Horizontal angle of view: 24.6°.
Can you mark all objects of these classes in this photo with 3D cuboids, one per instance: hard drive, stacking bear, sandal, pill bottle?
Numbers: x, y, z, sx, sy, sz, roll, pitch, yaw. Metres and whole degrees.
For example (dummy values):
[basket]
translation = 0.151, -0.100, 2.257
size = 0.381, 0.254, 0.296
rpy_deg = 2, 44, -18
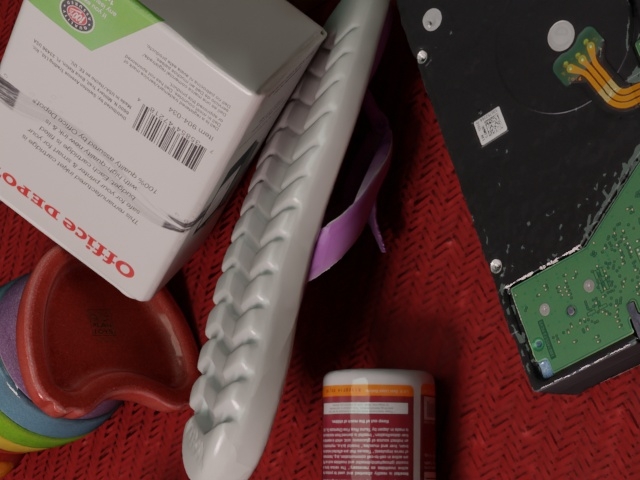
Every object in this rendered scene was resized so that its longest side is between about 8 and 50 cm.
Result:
[hard drive]
translation = 0.198, -0.092, 1.012
size = 0.237, 0.064, 0.339
rpy_deg = -33, 62, 33
[stacking bear]
translation = -0.266, 0.128, 1.330
size = 0.289, 0.175, 0.164
rpy_deg = -34, 64, 41
[sandal]
translation = -0.005, 0.000, 1.147
size = 0.169, 0.102, 0.416
rpy_deg = -8, 63, 71
[pill bottle]
translation = 0.043, 0.173, 1.090
size = 0.086, 0.086, 0.152
rpy_deg = -7, 78, 40

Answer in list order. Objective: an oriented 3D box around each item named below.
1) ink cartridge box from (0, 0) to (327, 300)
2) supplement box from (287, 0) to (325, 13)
[ink cartridge box]
translation = -0.148, -0.110, 1.174
size = 0.198, 0.115, 0.273
rpy_deg = 37, 136, 3
[supplement box]
translation = -0.085, -0.285, 1.247
size = 0.191, 0.129, 0.194
rpy_deg = -24, 68, 37
